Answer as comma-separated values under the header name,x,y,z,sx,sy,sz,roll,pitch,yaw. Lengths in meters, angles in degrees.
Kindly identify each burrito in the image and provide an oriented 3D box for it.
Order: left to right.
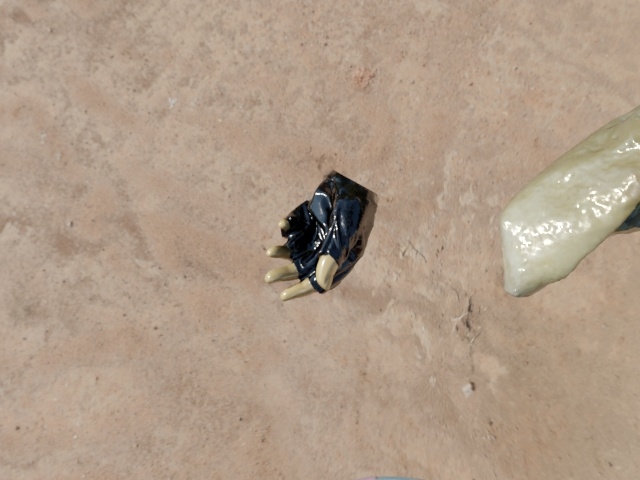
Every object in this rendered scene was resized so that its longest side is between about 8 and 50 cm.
name,x,y,z,sx,sy,sz,roll,pitch,yaw
burrito,0.332,-0.064,0.485,0.332,0.190,0.135,-35,84,29

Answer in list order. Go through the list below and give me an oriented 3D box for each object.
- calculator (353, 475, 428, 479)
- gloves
name,x,y,z,sx,sy,sz,roll,pitch,yaw
calculator,0.124,0.357,0.545,0.173,0.293,0.051,-6,41,19
gloves,0.000,0.000,0.684,0.203,0.124,0.164,-60,30,7
